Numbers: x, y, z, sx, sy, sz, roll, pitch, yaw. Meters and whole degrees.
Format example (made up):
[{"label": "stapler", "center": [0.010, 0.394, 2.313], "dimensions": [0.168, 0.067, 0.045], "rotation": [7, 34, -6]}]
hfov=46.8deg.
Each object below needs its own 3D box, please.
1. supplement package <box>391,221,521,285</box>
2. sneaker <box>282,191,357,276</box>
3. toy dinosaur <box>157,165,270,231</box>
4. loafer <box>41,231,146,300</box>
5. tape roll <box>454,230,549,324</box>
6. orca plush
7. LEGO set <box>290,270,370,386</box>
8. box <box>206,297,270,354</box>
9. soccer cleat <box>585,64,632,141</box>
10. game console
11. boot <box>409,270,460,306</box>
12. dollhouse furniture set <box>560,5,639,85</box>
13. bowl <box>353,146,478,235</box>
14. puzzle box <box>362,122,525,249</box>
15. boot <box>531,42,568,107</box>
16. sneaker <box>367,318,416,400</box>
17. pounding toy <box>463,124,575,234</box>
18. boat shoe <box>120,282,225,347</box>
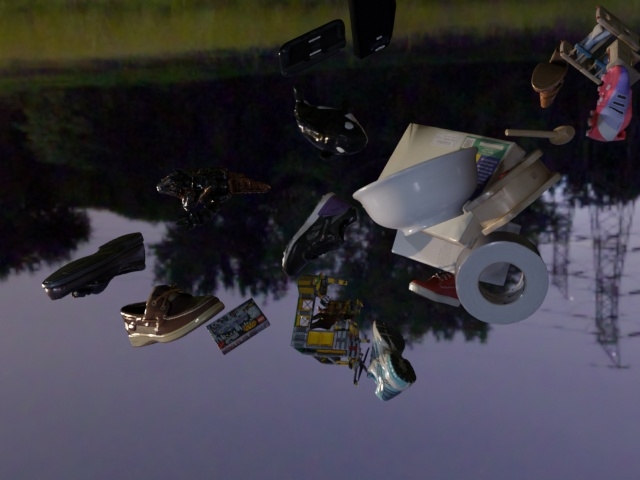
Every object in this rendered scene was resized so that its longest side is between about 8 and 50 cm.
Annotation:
[{"label": "supplement package", "center": [0.375, -0.005, 2.071], "dimensions": [0.175, 0.178, 0.293], "rotation": [12, -174, -39]}, {"label": "sneaker", "center": [0.000, 0.000, 2.190], "dimensions": [0.124, 0.283, 0.107], "rotation": [34, -179, 23]}, {"label": "toy dinosaur", "center": [-0.299, -0.150, 1.979], "dimensions": [0.321, 0.164, 0.218], "rotation": [-20, -167, 26]}, {"label": "loafer", "center": [-0.469, 0.070, 1.596], "dimensions": [0.109, 0.095, 0.302], "rotation": [-9, -164, 25]}, {"label": "tape roll", "center": [0.435, 0.091, 1.786], "dimensions": [0.219, 0.219, 0.072], "rotation": [-2, -159, 7]}, {"label": "orca plush", "center": [-0.008, -0.293, 1.752], "dimensions": [0.102, 0.151, 0.287], "rotation": [13, -147, -43]}, {"label": "LEGO set", "center": [0.065, 0.234, 2.048], "dimensions": [0.192, 0.255, 0.331], "rotation": [0, 149, 22]}, {"label": "box", "center": [-0.204, 0.211, 1.824], "dimensions": [0.137, 0.027, 0.094], "rotation": [-33, -134, -12]}, {"label": "soccer cleat", "center": [0.664, -0.305, 1.656], "dimensions": [0.095, 0.083, 0.248], "rotation": [10, 155, 11]}, {"label": "game console", "center": [0.046, -0.547, 1.926], "dimensions": [0.361, 0.213, 0.044], "rotation": [-30, -129, -16]}, {"label": "boot", "center": [0.392, 0.109, 2.376], "dimensions": [0.244, 0.176, 0.088], "rotation": [14, -171, -44]}, {"label": "dollhouse furniture set", "center": [0.646, -0.423, 1.713], "dimensions": [0.129, 0.129, 0.184], "rotation": [-46, -163, 45]}, {"label": "bowl", "center": [0.232, -0.095, 1.656], "dimensions": [0.297, 0.134, 0.298], "rotation": [-20, 177, -1]}, {"label": "puzzle box", "center": [0.297, -0.148, 1.869], "dimensions": [0.052, 0.272, 0.409], "rotation": [33, 177, -33]}, {"label": "boot", "center": [0.600, -0.407, 1.943], "dimensions": [0.073, 0.152, 0.197], "rotation": [31, -122, 20]}, {"label": "sneaker", "center": [0.172, 0.332, 2.080], "dimensions": [0.110, 0.122, 0.283], "rotation": [32, -157, -21]}, {"label": "pounding toy", "center": [0.414, -0.151, 1.591], "dimensions": [0.269, 0.155, 0.154], "rotation": [-38, 178, -8]}, {"label": "boat shoe", "center": [-0.367, 0.166, 1.761], "dimensions": [0.342, 0.123, 0.123], "rotation": [-17, -167, 45]}]
